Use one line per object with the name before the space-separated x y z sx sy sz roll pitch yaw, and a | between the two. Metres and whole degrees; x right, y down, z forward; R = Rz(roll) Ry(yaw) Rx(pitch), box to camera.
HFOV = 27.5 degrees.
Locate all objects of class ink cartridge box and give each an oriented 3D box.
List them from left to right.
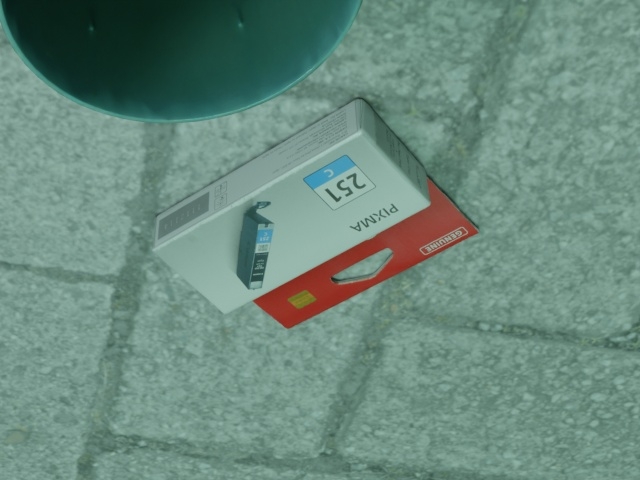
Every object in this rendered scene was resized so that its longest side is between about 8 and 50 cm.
ink cartridge box | 0.000 0.000 1.522 0.296 0.066 0.261 -29 129 23

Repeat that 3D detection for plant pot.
plant pot | -0.127 -0.282 1.091 0.293 0.235 0.293 -9 140 -7
